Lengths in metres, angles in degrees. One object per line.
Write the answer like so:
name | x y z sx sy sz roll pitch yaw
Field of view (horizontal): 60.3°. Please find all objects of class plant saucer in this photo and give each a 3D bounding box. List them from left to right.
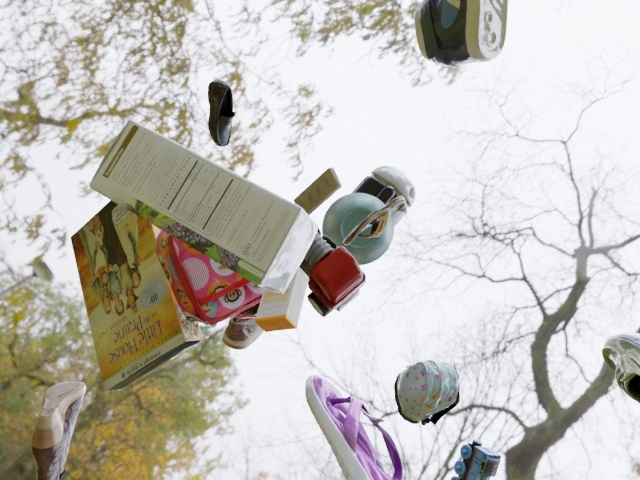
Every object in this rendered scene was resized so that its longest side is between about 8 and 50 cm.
plant saucer | 0.102 -0.031 1.450 0.195 0.195 0.037 53 -5 -1

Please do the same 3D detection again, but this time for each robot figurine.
robot figurine | 0.167 -0.097 1.686 0.173 0.278 0.209 44 -3 -35

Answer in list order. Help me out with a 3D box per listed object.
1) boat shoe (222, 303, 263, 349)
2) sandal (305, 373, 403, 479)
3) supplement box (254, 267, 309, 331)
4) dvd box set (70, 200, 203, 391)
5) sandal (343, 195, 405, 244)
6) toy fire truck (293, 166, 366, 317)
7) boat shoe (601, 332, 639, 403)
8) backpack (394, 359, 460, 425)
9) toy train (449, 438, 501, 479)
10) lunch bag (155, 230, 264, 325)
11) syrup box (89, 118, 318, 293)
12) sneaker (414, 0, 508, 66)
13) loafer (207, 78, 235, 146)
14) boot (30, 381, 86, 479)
boat shoe | -0.188 0.201 1.751 0.123 0.342 0.123 24 -54 20
sandal | 0.092 0.378 1.011 0.169 0.102 0.416 47 2 -32
supplement box | -0.061 0.095 0.886 0.062 0.098 0.036 -12 -44 30
dvd box set | -0.452 0.105 1.310 0.308 0.062 0.420 -32 -112 28
sandal | 0.127 -0.038 1.208 0.049 0.180 0.072 54 -26 8
toy fire truck | 0.000 0.000 1.059 0.217 0.158 0.246 46 -15 19
boat shoe | 0.615 0.257 1.042 0.302 0.094 0.109 -114 -170 -80
backpack | 0.258 0.365 1.351 0.182 0.115 0.151 132 -43 -51
toy train | 0.439 0.667 1.574 0.080 0.184 0.105 20 -1 -31
lunch bag | -0.183 0.051 1.194 0.120 0.293 0.258 -10 -77 53
syrup box | -0.131 -0.038 0.630 0.237 0.096 0.093 27 -5 15
sneaker | 0.276 -0.531 1.150 0.236 0.130 0.322 26 -57 53
loafer | -0.305 -0.389 1.722 0.078 0.076 0.223 29 -46 28
boot | -0.663 0.489 1.392 0.248 0.090 0.206 -119 -145 -79
